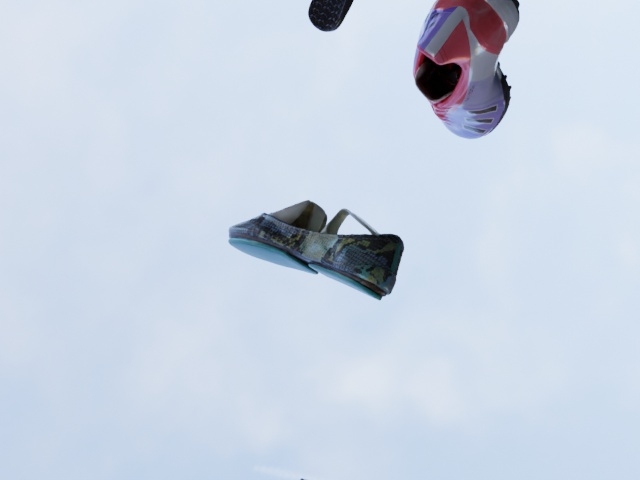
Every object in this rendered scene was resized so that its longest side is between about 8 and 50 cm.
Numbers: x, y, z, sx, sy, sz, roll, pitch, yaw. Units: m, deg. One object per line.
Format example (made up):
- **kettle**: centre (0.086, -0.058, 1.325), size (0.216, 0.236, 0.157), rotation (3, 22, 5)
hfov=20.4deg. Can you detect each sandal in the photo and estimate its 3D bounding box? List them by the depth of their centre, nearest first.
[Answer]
- **sandal**: centre (0.041, -0.346, 2.263), size (0.067, 0.179, 0.040), rotation (42, -150, 22)

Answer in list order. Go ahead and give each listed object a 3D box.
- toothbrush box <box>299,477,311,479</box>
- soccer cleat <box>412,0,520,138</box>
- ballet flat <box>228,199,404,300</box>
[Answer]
- **toothbrush box**: centre (0.109, 0.346, 1.598), size (0.295, 0.126, 0.216), rotation (27, 178, 28)
- **soccer cleat**: centre (0.146, -0.181, 1.971), size (0.108, 0.116, 0.318), rotation (40, 164, 14)
- **ballet flat**: centre (0.000, 0.000, 1.507), size (0.070, 0.188, 0.070), rotation (-19, -62, -42)
